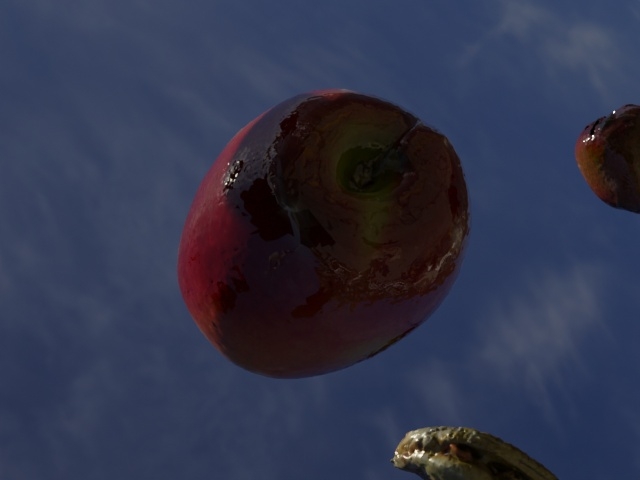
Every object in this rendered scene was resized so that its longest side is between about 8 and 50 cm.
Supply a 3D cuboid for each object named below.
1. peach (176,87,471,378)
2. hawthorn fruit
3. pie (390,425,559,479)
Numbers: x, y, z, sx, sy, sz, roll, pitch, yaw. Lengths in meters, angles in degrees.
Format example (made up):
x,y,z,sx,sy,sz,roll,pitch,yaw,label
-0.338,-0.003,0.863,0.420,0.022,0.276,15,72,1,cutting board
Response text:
x,y,z,sx,sy,sz,roll,pitch,yaw,label
0.000,0.000,0.896,0.189,0.226,0.196,17,-121,-12,peach
0.214,-0.056,0.889,0.077,0.077,0.077,29,-141,-27,hawthorn fruit
0.175,0.262,1.374,0.205,0.179,0.084,32,-106,-8,pie
